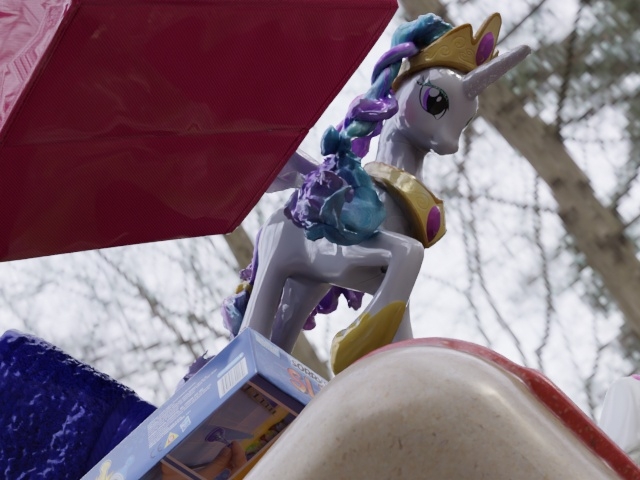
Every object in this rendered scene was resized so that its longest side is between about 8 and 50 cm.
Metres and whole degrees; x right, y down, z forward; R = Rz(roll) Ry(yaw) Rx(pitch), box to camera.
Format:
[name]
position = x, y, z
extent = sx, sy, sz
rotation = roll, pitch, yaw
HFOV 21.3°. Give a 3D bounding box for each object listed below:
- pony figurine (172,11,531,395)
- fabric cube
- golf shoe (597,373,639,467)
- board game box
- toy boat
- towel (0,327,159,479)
[pony figurine]
position = 0.000, 0.000, 1.355
extent = 0.303, 0.351, 0.363
rotation = 31, -116, -38
[fabric cube]
position = -0.158, -0.158, 1.135
extent = 0.258, 0.254, 0.259
rotation = -9, -33, -42
[golf shoe]
position = 0.209, 0.241, 1.392
extent = 0.140, 0.306, 0.115
rotation = 16, -26, 0
[board game box]
position = -0.051, 0.144, 0.760
extent = 0.201, 0.035, 0.136
rotation = -42, -60, 18
[toy boat]
position = 0.029, 0.147, 0.587
extent = 0.231, 0.151, 0.151
rotation = -49, -22, 13
[towel]
position = -0.130, 0.219, 1.120
extent = 0.076, 0.308, 0.227
rotation = -10, -59, -68
